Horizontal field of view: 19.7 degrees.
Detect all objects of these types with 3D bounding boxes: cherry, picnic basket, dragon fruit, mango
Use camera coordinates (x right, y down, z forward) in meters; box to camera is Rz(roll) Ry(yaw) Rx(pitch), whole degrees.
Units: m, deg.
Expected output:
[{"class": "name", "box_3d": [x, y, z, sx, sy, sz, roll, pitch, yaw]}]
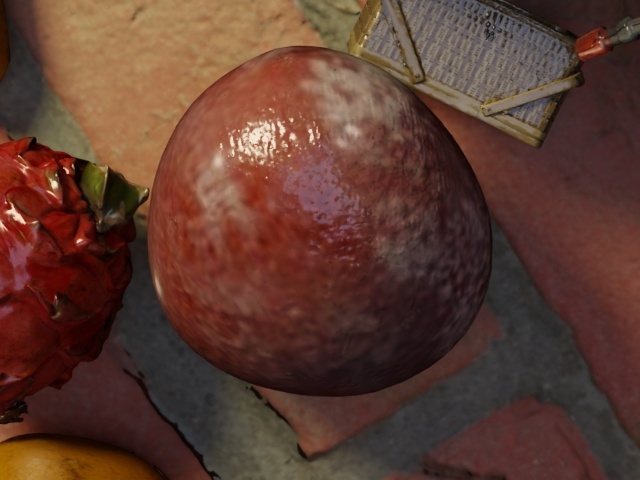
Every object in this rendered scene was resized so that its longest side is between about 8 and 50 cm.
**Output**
[{"class": "cherry", "box_3d": [0.000, 0.000, 1.270, 0.236, 0.213, 0.285, -13, 140, -8]}, {"class": "picnic basket", "box_3d": [0.101, -0.137, 1.296, 0.164, 0.115, 0.079, 25, 101, -5]}, {"class": "dragon fruit", "box_3d": [-0.220, 0.021, 1.296, 0.172, 0.172, 0.209, 30, 95, -6]}, {"class": "mango", "box_3d": [-0.175, 0.224, 1.289, 0.138, 0.257, 0.187, -44, 98, 7]}]

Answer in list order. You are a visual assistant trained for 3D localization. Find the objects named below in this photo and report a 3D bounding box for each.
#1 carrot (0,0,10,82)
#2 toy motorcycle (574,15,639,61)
[{"class": "carrot", "box_3d": [-0.258, -0.234, 1.299, 0.070, 0.070, 0.260, 0, 100, -1]}, {"class": "toy motorcycle", "box_3d": [0.317, -0.173, 1.226, 0.148, 0.221, 0.326, 54, 51, -12]}]
